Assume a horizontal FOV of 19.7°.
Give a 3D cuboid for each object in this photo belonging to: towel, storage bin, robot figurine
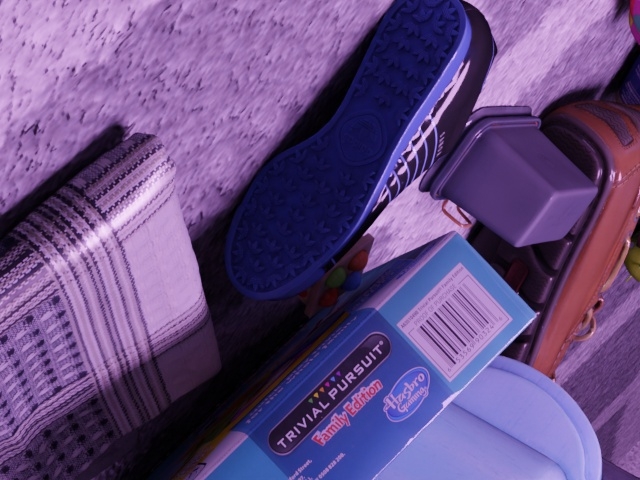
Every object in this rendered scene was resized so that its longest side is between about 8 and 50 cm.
[{"bbox_3d":[-0.189,0.115,1.064,0.312,0.056,0.324,-42,161,-18],"label":"towel"},{"bbox_3d":[0.152,-0.040,1.451,0.098,0.091,0.135,-55,159,20],"label":"storage bin"},{"bbox_3d":[0.396,0.007,2.119,0.115,0.067,0.101,-39,167,-24],"label":"robot figurine"}]

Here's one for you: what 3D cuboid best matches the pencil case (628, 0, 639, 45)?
[{"bbox_3d":[0.296,-0.219,1.402,0.104,0.104,0.236,-44,160,-12],"label":"pencil case"}]

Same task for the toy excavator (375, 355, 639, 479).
[{"bbox_3d":[0.042,0.248,1.354,0.433,0.222,0.445,-56,159,-14],"label":"toy excavator"}]

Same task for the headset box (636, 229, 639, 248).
[{"bbox_3d":[0.448,-0.087,1.952,0.218,0.110,0.293,-50,163,-15],"label":"headset box"}]

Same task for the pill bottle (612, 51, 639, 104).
[{"bbox_3d":[0.331,-0.162,1.596,0.094,0.094,0.169,-27,152,-47],"label":"pill bottle"}]

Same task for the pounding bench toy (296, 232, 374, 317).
[{"bbox_3d":[0.000,0.000,1.234,0.052,0.065,0.083,-35,157,-33],"label":"pounding bench toy"}]

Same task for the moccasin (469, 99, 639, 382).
[{"bbox_3d":[0.193,0.034,1.649,0.147,0.139,0.380,-13,133,-45],"label":"moccasin"}]

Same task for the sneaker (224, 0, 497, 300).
[{"bbox_3d":[0.034,-0.052,1.180,0.232,0.081,0.090,-52,154,8],"label":"sneaker"}]

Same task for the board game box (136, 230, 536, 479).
[{"bbox_3d":[-0.014,0.123,1.254,0.254,0.079,0.336,-43,-177,-13],"label":"board game box"}]
